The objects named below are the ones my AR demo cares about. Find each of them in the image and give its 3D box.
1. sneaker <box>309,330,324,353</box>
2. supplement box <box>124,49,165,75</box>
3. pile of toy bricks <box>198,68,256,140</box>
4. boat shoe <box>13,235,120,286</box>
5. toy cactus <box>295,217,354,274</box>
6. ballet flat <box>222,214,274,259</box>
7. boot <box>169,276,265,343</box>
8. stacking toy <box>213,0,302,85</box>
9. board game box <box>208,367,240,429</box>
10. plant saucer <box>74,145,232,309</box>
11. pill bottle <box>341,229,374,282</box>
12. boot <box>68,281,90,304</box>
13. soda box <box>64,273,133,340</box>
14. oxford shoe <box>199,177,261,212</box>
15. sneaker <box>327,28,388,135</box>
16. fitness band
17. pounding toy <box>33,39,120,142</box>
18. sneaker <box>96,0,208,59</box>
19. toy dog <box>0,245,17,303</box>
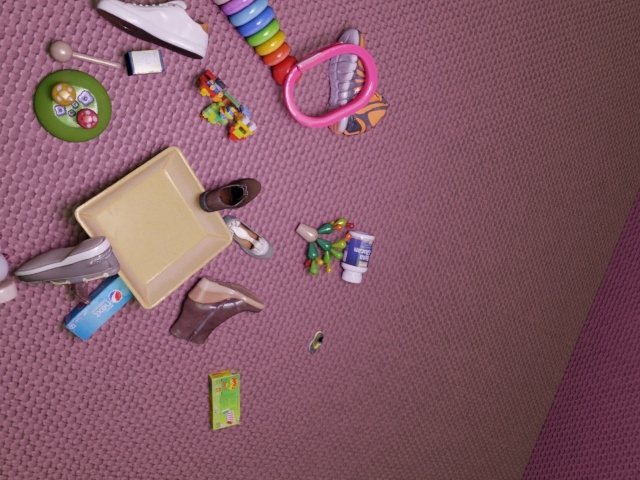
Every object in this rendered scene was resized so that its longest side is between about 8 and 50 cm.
[{"bbox_3d":[-0.014,0.360,1.863,0.031,0.035,0.083,19,93,-30],"label":"sneaker"},{"bbox_3d":[-0.460,-0.464,1.389,0.083,0.083,0.056,-14,109,-24],"label":"supplement box"},{"bbox_3d":[-0.290,-0.372,1.508,0.105,0.118,0.212,-35,138,14],"label":"pile of toy bricks"},{"bbox_3d":[-0.638,0.070,1.333,0.304,0.109,0.091,-13,118,22],"label":"boat shoe"},{"bbox_3d":[0.000,0.000,1.760,0.180,0.112,0.219,34,87,-12],"label":"toy cactus"},{"bbox_3d":[-0.219,0.001,1.644,0.213,0.068,0.072,39,82,-30],"label":"ballet flat"},{"bbox_3d":[-0.318,0.232,1.656,0.248,0.090,0.207,25,102,-32],"label":"boot"},{"bbox_3d":[-0.157,-0.582,1.502,0.141,0.141,0.330,-44,122,-12],"label":"stacking toy"},{"bbox_3d":[-0.314,0.517,1.735,0.092,0.043,0.182,-6,105,-28],"label":"board game box"},{"bbox_3d":[-0.454,-0.039,1.470,0.332,0.081,0.333,-43,119,-28],"label":"plant saucer"},{"bbox_3d":[0.124,0.056,1.828,0.094,0.094,0.170,8,98,-30],"label":"pill bottle"},{"bbox_3d":[-0.620,0.105,1.440,0.114,0.106,0.037,-47,156,-11],"label":"boot"},{"bbox_3d":[-0.604,0.173,1.478,0.210,0.067,0.071,-45,119,-11],"label":"soda box"},{"bbox_3d":[-0.238,-0.134,1.552,0.227,0.096,0.083,-33,109,-50],"label":"oxford shoe"},{"bbox_3d":[0.126,-0.497,1.692,0.180,0.124,0.321,-6,116,-31],"label":"sneaker"},{"bbox_3d":[0.029,-0.455,1.561,0.290,0.054,0.209,-27,122,-7],"label":"fitness band"},{"bbox_3d":[-0.604,-0.360,1.322,0.182,0.110,0.237,13,96,-30],"label":"pounding toy"},{"bbox_3d":[-0.426,-0.579,1.377,0.290,0.105,0.123,11,93,-41],"label":"sneaker"},{"bbox_3d":[-0.895,0.071,1.275,0.333,0.161,0.220,11,100,-15],"label":"toy dog"}]
